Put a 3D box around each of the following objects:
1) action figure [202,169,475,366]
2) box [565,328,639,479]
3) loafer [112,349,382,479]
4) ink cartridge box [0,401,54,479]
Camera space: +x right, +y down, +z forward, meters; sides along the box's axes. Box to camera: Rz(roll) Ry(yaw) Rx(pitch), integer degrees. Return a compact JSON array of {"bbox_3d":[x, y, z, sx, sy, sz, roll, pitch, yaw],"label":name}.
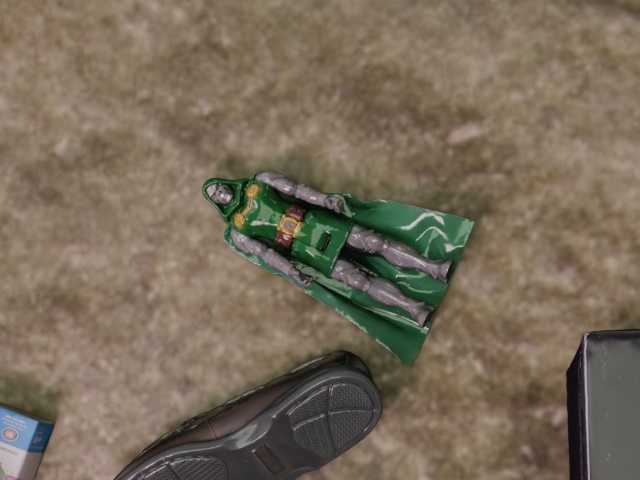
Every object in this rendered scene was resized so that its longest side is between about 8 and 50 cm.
[{"bbox_3d":[0.000,0.000,1.464,0.232,0.063,0.137,24,88,12],"label":"action figure"},{"bbox_3d":[0.340,0.163,1.286,0.296,0.294,0.182,-1,80,5],"label":"box"},{"bbox_3d":[-0.070,0.180,1.446,0.267,0.084,0.096,-28,112,5],"label":"loafer"},{"bbox_3d":[-0.299,0.201,1.468,0.088,0.052,0.122,19,86,9],"label":"ink cartridge box"}]
